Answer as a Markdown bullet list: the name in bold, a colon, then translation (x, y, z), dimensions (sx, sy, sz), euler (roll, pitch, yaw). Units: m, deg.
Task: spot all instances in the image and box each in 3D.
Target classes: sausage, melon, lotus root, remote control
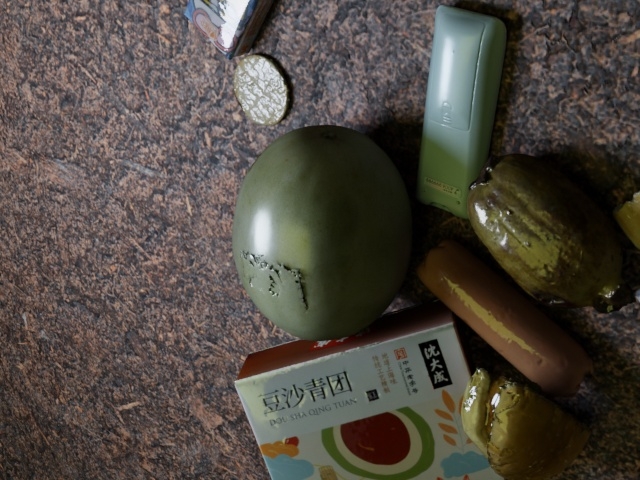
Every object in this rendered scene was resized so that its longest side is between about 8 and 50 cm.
- **sausage**: translation (0.260, 0.108, 1.326), dimensions (0.289, 0.086, 0.086), euler (43, 134, 17)
- **melon**: translation (0.000, 0.000, 1.366), dimensions (0.268, 0.268, 0.330), euler (24, 123, 30)
- **lotus root**: translation (0.297, -0.003, 1.201), dimensions (0.260, 0.128, 0.145), euler (45, 123, 12)
- **remote control**: translation (0.182, -0.167, 1.269), dimensions (0.103, 0.051, 0.293), euler (23, 127, 31)

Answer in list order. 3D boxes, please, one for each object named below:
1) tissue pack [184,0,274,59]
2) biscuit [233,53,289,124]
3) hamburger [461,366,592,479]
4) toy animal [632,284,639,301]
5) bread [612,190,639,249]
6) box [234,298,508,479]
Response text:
- **tissue pack**: translation (-0.135, -0.373, 1.429), dimensions (0.115, 0.065, 0.155), euler (47, 134, 13)
- **biscuit**: translation (-0.095, -0.242, 1.500), dimensions (0.120, 0.015, 0.120), euler (20, 124, 33)
- **hamburger**: translation (0.278, 0.263, 1.273), dimensions (0.124, 0.131, 0.262), euler (11, 161, 38)
- **toy animal**: translation (0.471, 0.134, 1.124), dimensions (0.104, 0.131, 0.220), euler (-29, 94, 19)
- **bread**: translation (0.407, -0.029, 1.156), dimensions (0.070, 0.035, 0.083), euler (51, 142, 9)
- **box**: translation (0.098, 0.323, 1.446), dimensions (0.344, 0.122, 0.385), euler (-17, 103, 12)
